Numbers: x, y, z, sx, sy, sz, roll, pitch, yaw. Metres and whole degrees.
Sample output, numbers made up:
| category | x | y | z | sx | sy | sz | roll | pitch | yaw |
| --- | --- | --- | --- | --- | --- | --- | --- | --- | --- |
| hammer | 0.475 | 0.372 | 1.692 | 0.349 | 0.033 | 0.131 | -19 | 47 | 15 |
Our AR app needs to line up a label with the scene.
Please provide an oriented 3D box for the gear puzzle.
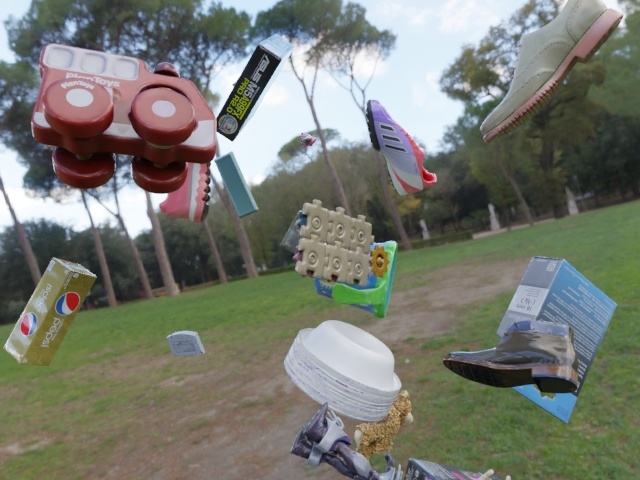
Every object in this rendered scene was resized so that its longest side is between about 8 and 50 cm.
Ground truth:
| category | x | y | z | sx | sy | sz | roll | pitch | yaw |
| --- | --- | --- | --- | --- | --- | --- | --- | --- | --- |
| gear puzzle | 0.059 | 0.020 | 1.258 | 0.044 | 0.175 | 0.339 | -3 | -13 | 43 |

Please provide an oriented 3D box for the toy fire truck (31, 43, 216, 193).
| category | x | y | z | sx | sy | sz | roll | pitch | yaw |
| --- | --- | --- | --- | --- | --- | --- | --- | --- | --- |
| toy fire truck | -0.334 | -0.232 | 0.916 | 0.302 | 0.253 | 0.169 | 3 | -32 | -17 |

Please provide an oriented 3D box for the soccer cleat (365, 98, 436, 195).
| category | x | y | z | sx | sy | sz | roll | pitch | yaw |
| --- | --- | --- | --- | --- | --- | --- | --- | --- | --- |
| soccer cleat | 0.212 | -0.252 | 1.396 | 0.117 | 0.318 | 0.108 | -13 | 44 | 23 |

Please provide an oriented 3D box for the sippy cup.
| category | x | y | z | sx | sy | sz | roll | pitch | yaw |
| --- | --- | --- | --- | --- | --- | --- | --- | --- | --- |
| sippy cup | 0.106 | 0.102 | 1.606 | 0.224 | 0.240 | 0.305 | 9 | -17 | 11 |

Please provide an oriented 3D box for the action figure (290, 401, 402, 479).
| category | x | y | z | sx | sy | sz | roll | pitch | yaw |
| --- | --- | --- | --- | --- | --- | --- | --- | --- | --- |
| action figure | 0.083 | 0.462 | 1.055 | 0.099 | 0.285 | 0.185 | -48 | -5 | -41 |

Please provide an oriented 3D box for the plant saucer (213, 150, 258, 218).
| category | x | y | z | sx | sy | sz | roll | pitch | yaw |
| --- | --- | --- | --- | --- | --- | --- | --- | --- | --- |
| plant saucer | -0.250 | -0.163 | 1.548 | 0.067 | 0.192 | 0.018 | -22 | 4 | 14 |

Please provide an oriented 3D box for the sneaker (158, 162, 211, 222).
| category | x | y | z | sx | sy | sz | roll | pitch | yaw |
| --- | --- | --- | --- | --- | --- | --- | --- | --- | --- |
| sneaker | -0.350 | -0.205 | 1.350 | 0.136 | 0.313 | 0.116 | 4 | -4 | -6 |

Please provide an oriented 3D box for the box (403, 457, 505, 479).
| category | x | y | z | sx | sy | sz | roll | pitch | yaw |
| --- | --- | --- | --- | --- | --- | --- | --- | --- | --- |
| box | 0.334 | 0.635 | 1.230 | 0.270 | 0.165 | 0.143 | 19 | -6 | -16 |

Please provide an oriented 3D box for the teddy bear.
| category | x | y | z | sx | sy | sz | roll | pitch | yaw |
| --- | --- | --- | --- | --- | --- | --- | --- | --- | --- |
| teddy bear | 0.240 | 0.703 | 1.961 | 0.113 | 0.245 | 0.338 | 15 | 13 | 39 |

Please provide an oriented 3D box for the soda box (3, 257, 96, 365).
| category | x | y | z | sx | sy | sz | roll | pitch | yaw |
| --- | --- | --- | --- | --- | --- | --- | --- | --- | --- |
| soda box | -0.474 | 0.126 | 0.925 | 0.058 | 0.181 | 0.061 | 26 | -3 | 28 |

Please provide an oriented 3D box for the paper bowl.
| category | x | y | z | sx | sy | sz | roll | pitch | yaw |
| --- | --- | --- | --- | --- | --- | --- | --- | --- | --- |
| paper bowl | 0.065 | 0.301 | 1.293 | 0.284 | 0.148 | 0.284 | 25 | 7 | -3 |

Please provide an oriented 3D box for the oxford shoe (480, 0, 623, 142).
| category | x | y | z | sx | sy | sz | roll | pitch | yaw |
| --- | --- | --- | --- | --- | --- | --- | --- | --- | --- |
| oxford shoe | 0.520 | -0.412 | 1.274 | 0.397 | 0.146 | 0.140 | -48 | -13 | 18 |

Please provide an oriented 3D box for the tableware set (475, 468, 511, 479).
| category | x | y | z | sx | sy | sz | roll | pitch | yaw |
| --- | --- | --- | --- | --- | --- | --- | --- | --- | --- |
| tableware set | 0.349 | 0.570 | 1.092 | 0.194 | 0.128 | 0.039 | -13 | -32 | -36 |

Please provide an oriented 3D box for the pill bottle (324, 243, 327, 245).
| category | x | y | z | sx | sy | sz | roll | pitch | yaw |
| --- | --- | --- | --- | --- | --- | --- | --- | --- | --- |
| pill bottle | 0.009 | 0.031 | 1.430 | 0.116 | 0.065 | 0.065 | -60 | -18 | 18 |

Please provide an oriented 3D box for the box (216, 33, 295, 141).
| category | x | y | z | sx | sy | sz | roll | pitch | yaw |
| --- | --- | --- | --- | --- | --- | --- | --- | --- | --- |
| box | -0.153 | -0.368 | 1.242 | 0.216 | 0.060 | 0.270 | -54 | 12 | 23 |

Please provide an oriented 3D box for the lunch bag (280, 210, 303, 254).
| category | x | y | z | sx | sy | sz | roll | pitch | yaw |
| --- | --- | --- | --- | --- | --- | --- | --- | --- | --- |
| lunch bag | 0.000 | 0.000 | 1.955 | 0.235 | 0.168 | 0.287 | 30 | 8 | 2 |

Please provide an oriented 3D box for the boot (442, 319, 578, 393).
| category | x | y | z | sx | sy | sz | roll | pitch | yaw |
| --- | --- | --- | --- | --- | --- | --- | --- | --- | --- |
| boot | 0.327 | 0.192 | 0.906 | 0.219 | 0.082 | 0.106 | 1 | 51 | 32 |

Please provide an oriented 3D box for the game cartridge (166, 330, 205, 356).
| category | x | y | z | sx | sy | sz | roll | pitch | yaw |
| --- | --- | --- | --- | --- | --- | --- | --- | --- | --- |
| game cartridge | -0.290 | 0.221 | 1.129 | 0.083 | 0.056 | 0.017 | -9 | 22 | 27 |

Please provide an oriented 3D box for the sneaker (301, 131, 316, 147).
| category | x | y | z | sx | sy | sz | roll | pitch | yaw |
| --- | --- | --- | --- | --- | --- | --- | --- | --- | --- |
| sneaker | -0.058 | -0.389 | 2.004 | 0.047 | 0.057 | 0.119 | -47 | -5 | 15 |

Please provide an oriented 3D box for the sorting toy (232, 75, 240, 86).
| category | x | y | z | sx | sy | sz | roll | pitch | yaw |
| --- | --- | --- | --- | --- | --- | --- | --- | --- | --- |
| sorting toy | -0.213 | -0.422 | 1.493 | 0.045 | 0.075 | 0.083 | -10 | -11 | -38 |

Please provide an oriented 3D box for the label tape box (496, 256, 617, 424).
| category | x | y | z | sx | sy | sz | roll | pitch | yaw |
| --- | --- | --- | --- | --- | --- | --- | --- | --- | --- |
| label tape box | 0.567 | 0.242 | 1.303 | 0.241 | 0.333 | 0.106 | 34 | -12 | -23 |
